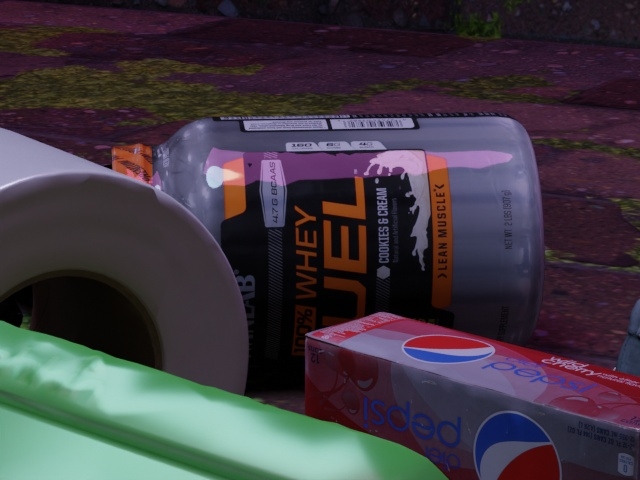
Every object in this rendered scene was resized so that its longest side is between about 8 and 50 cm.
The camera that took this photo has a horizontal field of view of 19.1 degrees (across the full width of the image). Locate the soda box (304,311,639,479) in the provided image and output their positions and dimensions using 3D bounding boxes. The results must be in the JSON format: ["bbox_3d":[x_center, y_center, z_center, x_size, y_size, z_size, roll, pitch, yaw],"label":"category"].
[{"bbox_3d":[0.111,0.119,1.190,0.263,0.092,0.083,14,21,41],"label":"soda box"}]

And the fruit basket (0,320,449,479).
[{"bbox_3d":[-0.100,0.149,0.771,0.392,0.283,0.392,1,27,-1],"label":"fruit basket"}]

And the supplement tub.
[{"bbox_3d":[0.000,0.000,1.449,0.316,0.193,0.193,-2,15,-6],"label":"supplement tub"}]

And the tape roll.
[{"bbox_3d":[-0.187,0.063,1.106,0.246,0.246,0.169,-10,18,-33],"label":"tape roll"}]

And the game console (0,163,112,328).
[{"bbox_3d":[-0.252,-0.021,1.582,0.361,0.044,0.213,-12,57,-37],"label":"game console"}]

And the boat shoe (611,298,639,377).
[{"bbox_3d":[0.339,0.068,1.371,0.319,0.099,0.116,-9,16,-33],"label":"boat shoe"}]
